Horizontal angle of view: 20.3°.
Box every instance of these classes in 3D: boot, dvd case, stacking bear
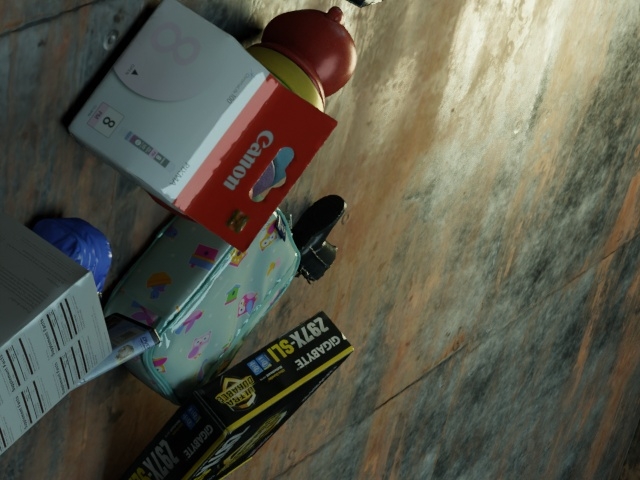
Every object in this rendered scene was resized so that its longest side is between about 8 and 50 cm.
[{"bbox_3d":[0.001,0.000,2.504,0.121,0.045,0.099,-48,150,-5],"label":"boot"},{"bbox_3d":[-0.309,0.152,1.955,0.253,0.180,0.022,-28,102,-16],"label":"dvd case"},{"bbox_3d":[-0.068,-0.164,2.108,0.289,0.164,0.175,-48,152,-29],"label":"stacking bear"}]

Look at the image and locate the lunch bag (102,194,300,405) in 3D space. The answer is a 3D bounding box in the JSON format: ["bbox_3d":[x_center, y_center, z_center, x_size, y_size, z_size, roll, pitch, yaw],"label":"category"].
[{"bbox_3d":[-0.141,0.065,2.262,0.279,0.108,0.224,-51,152,-15],"label":"lunch bag"}]

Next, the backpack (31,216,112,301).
[{"bbox_3d":[-0.292,0.036,1.991,0.101,0.098,0.120,-1,120,-59],"label":"backpack"}]

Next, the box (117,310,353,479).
[{"bbox_3d":[-0.127,0.249,2.382,0.257,0.079,0.322,-28,165,-43],"label":"box"}]

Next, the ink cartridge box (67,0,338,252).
[{"bbox_3d":[-0.128,-0.128,1.948,0.189,0.232,0.066,-54,166,-9],"label":"ink cartridge box"}]

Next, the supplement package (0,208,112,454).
[{"bbox_3d":[-0.360,0.091,1.827,0.203,0.194,0.149,-43,149,-27],"label":"supplement package"}]

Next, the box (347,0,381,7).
[{"bbox_3d":[0.104,-0.389,2.105,0.175,0.051,0.220,-32,150,-61],"label":"box"}]
